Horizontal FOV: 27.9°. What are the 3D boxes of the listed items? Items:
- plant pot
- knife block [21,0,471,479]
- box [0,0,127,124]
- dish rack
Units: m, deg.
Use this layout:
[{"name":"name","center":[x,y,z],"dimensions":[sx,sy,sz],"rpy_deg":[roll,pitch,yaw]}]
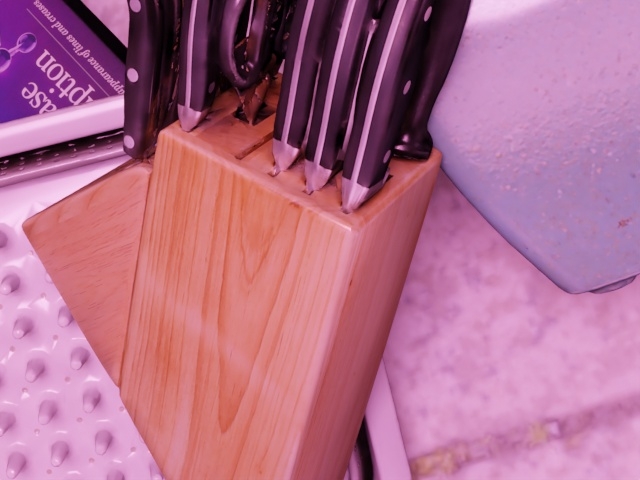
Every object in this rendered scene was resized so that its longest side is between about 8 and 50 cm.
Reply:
[{"name":"plant pot","center":[0.151,-0.118,0.640],"dimensions":[0.247,0.248,0.252],"rpy_deg":[-21,92,12]},{"name":"knife block","center":[0.000,0.000,0.555],"dimensions":[0.242,0.088,0.275],"rpy_deg":[-19,103,38]},{"name":"box","center":[-0.201,-0.069,0.814],"dimensions":[0.184,0.103,0.261],"rpy_deg":[-47,68,5]},{"name":"dish rack","center":[-0.136,0.074,0.697],"dimensions":[0.333,0.072,0.285],"rpy_deg":[-14,99,-2]}]
